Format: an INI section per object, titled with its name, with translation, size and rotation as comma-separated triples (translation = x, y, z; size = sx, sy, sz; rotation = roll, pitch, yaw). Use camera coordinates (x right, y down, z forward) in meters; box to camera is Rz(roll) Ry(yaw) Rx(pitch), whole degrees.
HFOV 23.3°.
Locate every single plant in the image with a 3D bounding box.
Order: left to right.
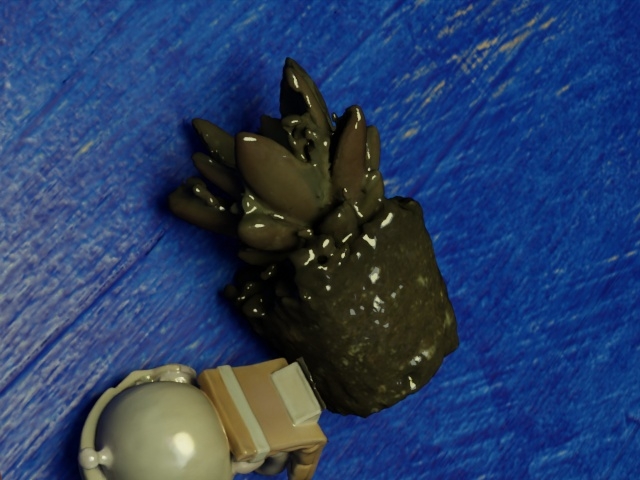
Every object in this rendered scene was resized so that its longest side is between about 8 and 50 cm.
[plant]
translation = 0.000, 0.000, 1.441
size = 0.181, 0.194, 0.320
rotation = -45, 113, -32

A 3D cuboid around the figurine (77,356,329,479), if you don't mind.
[figurine]
translation = -0.114, 0.184, 1.396
size = 0.237, 0.141, 0.162
rotation = -15, 65, -32
